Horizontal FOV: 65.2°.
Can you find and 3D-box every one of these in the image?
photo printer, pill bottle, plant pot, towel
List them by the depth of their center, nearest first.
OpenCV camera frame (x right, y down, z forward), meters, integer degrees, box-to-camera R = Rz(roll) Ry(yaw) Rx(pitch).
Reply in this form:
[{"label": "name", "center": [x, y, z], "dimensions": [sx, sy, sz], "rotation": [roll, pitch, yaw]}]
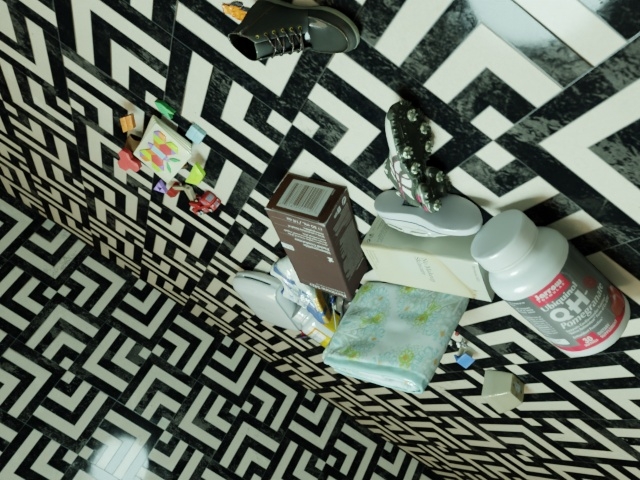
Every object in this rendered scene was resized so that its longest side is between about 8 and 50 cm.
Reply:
[{"label": "pill bottle", "center": [0.467, 0.083, 1.036], "dimensions": [0.318, 0.176, 0.176], "rotation": [39, 152, -15]}, {"label": "towel", "center": [0.206, 0.262, 1.454], "dimensions": [0.374, 0.321, 0.090], "rotation": [1, 138, 46]}, {"label": "plant pot", "center": [0.620, 0.503, 1.681], "dimensions": [0.109, 0.109, 0.096], "rotation": [42, 140, -19]}, {"label": "pill bottle", "center": [0.011, 0.337, 1.987], "dimensions": [0.245, 0.136, 0.136], "rotation": [36, 153, -8]}, {"label": "photo printer", "center": [-0.214, 0.245, 2.097], "dimensions": [0.256, 0.107, 0.308], "rotation": [12, 148, 33]}]

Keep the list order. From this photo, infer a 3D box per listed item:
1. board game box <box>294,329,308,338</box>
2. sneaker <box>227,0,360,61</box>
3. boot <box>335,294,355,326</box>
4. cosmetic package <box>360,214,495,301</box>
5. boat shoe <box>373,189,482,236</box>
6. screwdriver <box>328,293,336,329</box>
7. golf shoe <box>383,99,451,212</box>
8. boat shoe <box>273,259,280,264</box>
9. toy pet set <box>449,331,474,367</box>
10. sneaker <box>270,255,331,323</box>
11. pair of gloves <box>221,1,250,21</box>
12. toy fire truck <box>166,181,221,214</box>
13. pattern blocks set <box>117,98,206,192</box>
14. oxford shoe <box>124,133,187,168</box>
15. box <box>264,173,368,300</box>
[{"label": "board game box", "center": [-0.038, 0.377, 2.128], "dimensions": [0.133, 0.168, 0.033], "rotation": [-20, 86, 45]}, {"label": "sneaker", "center": [-0.048, -0.355, 0.890], "dimensions": [0.222, 0.118, 0.083], "rotation": [21, 151, 20]}, {"label": "boot", "center": [0.176, 0.286, 1.781], "dimensions": [0.229, 0.091, 0.263], "rotation": [17, 148, 27]}, {"label": "cosmetic package", "center": [0.274, 0.038, 1.235], "dimensions": [0.309, 0.113, 0.160], "rotation": [8, 145, 40]}, {"label": "boat shoe", "center": [0.245, -0.048, 1.140], "dimensions": [0.267, 0.096, 0.088], "rotation": [10, 150, 38]}, {"label": "screwdriver", "center": [0.044, 0.239, 1.785], "dimensions": [0.024, 0.170, 0.025], "rotation": [-11, 170, 35]}, {"label": "golf shoe", "center": [0.169, -0.162, 1.018], "dimensions": [0.120, 0.105, 0.273], "rotation": [17, 150, 40]}, {"label": "boat shoe", "center": [-0.074, 0.146, 1.844], "dimensions": [0.233, 0.084, 0.079], "rotation": [42, 115, -6]}, {"label": "toy pet set", "center": [0.447, 0.368, 1.666], "dimensions": [0.114, 0.065, 0.122], "rotation": [36, 153, -9]}, {"label": "sneaker", "center": [-0.066, 0.177, 1.765], "dimensions": [0.131, 0.112, 0.296], "rotation": [-21, 111, 22]}, {"label": "pair of gloves", "center": [-0.162, -0.458, 0.955], "dimensions": [0.074, 0.010, 0.083], "rotation": [24, 152, 16]}, {"label": "toy fire truck", "center": [-0.439, -0.151, 1.725], "dimensions": [0.192, 0.047, 0.135], "rotation": [-7, 133, 50]}, {"label": "pattern blocks set", "center": [-0.471, -0.264, 1.481], "dimensions": [0.285, 0.026, 0.325], "rotation": [31, 135, -4]}, {"label": "oxford shoe", "center": [-0.517, -0.279, 1.574], "dimensions": [0.212, 0.076, 0.076], "rotation": [20, 112, 1]}, {"label": "box", "center": [0.000, 0.000, 1.428], "dimensions": [0.191, 0.143, 0.381], "rotation": [16, 151, 27]}]
